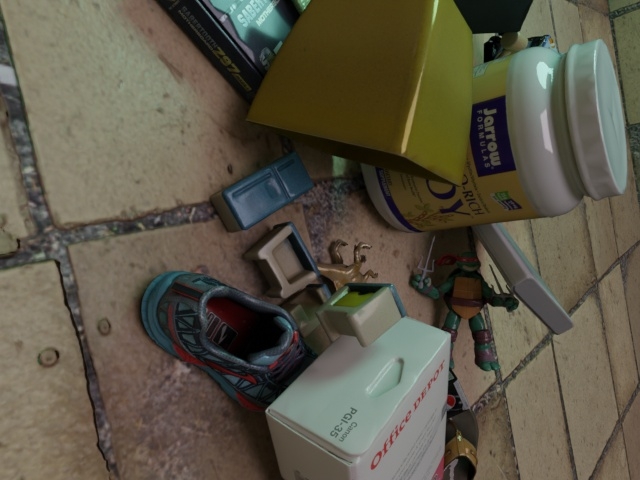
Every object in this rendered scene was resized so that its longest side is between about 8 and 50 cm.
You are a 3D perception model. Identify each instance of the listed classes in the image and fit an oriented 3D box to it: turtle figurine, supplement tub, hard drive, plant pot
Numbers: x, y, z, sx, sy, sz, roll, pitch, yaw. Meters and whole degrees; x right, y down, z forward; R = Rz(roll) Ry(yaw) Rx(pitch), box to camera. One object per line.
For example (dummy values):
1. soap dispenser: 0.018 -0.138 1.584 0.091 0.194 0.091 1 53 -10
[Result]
1. turtle figurine: 0.261 0.108 0.834 0.118 0.175 0.234 -8 99 -62
2. supplement tub: 0.255 -0.143 0.713 0.241 0.331 0.241 9 77 -48
3. hard drive: 0.338 0.009 0.872 0.203 0.040 0.307 36 26 -36
4. plant pot: 0.074 -0.193 0.570 0.212 0.212 0.187 5 104 -58

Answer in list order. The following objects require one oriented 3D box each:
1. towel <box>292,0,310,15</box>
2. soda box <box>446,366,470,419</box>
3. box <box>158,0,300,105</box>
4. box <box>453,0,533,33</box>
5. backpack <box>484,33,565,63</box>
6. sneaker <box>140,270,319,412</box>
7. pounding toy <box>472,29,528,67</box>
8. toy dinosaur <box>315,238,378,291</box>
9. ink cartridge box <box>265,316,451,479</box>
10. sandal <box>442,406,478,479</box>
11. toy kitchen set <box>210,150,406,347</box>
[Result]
1. towel: 0.000 -0.326 0.635 0.152 0.023 0.113 55 53 -31
2. soda box: 0.162 0.194 0.712 0.053 0.169 0.060 -26 109 2
3. box: -0.081 -0.320 0.605 0.183 0.059 0.233 46 55 -30
4. box: 0.192 -0.435 0.747 0.103 0.261 0.184 42 49 -79
5. backpack: 0.438 -0.262 0.997 0.276 0.213 0.263 30 94 -35
6. sneaker: -0.068 0.127 0.515 0.262 0.125 0.104 39 60 -34
7. pounding toy: 0.244 -0.334 0.825 0.094 0.206 0.181 15 75 -43
8. toy dinosaur: 0.037 0.046 0.681 0.183 0.053 0.092 33 64 -37
9. ink cartridge box: 0.061 0.253 0.570 0.207 0.117 0.283 -37 132 -40
10. sandal: 0.227 0.380 0.800 0.090 0.060 0.219 12 79 -2
11. toy kitchen set: 0.000 0.000 0.551 0.122 0.166 0.207 -37 107 -32
